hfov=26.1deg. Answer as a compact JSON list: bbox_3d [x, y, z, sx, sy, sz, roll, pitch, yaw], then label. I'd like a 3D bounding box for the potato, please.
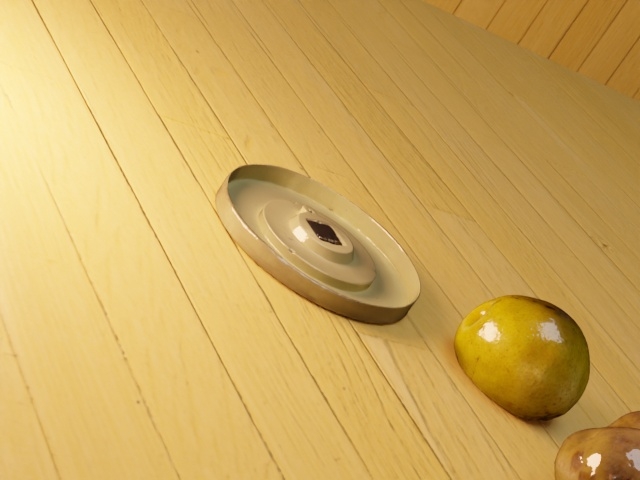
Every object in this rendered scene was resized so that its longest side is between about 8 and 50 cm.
[{"bbox_3d":[0.299,0.236,1.197,0.154,0.137,0.200,-25,56,-31],"label":"potato"}]

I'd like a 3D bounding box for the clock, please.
[{"bbox_3d":[0.000,0.000,1.411,0.235,0.029,0.235,29,22,-12],"label":"clock"}]

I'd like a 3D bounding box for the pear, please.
[{"bbox_3d":[0.211,0.108,1.388,0.141,0.104,0.141,33,21,-14],"label":"pear"}]
